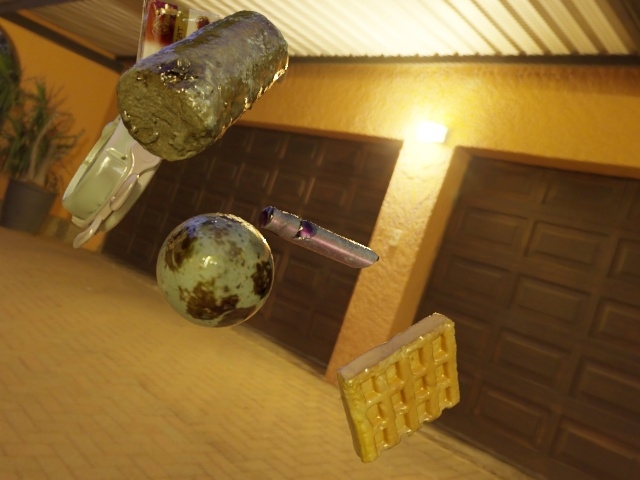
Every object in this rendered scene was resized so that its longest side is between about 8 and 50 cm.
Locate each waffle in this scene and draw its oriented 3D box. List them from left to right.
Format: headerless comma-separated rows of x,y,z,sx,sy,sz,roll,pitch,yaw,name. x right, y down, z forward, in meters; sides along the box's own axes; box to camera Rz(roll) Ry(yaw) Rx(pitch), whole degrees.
0.153,0.277,1.151,0.248,0.221,0.055,-25,32,-22,waffle

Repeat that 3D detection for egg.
-0.152,0.041,0.876,0.169,0.169,0.231,19,-12,3,egg

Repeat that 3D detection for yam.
-0.081,-0.127,0.472,0.078,0.078,0.179,19,37,10,yam

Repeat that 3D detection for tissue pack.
-0.220,-0.278,0.918,0.106,0.148,0.099,6,19,-23,tissue pack

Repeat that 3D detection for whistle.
0.000,0.000,0.747,0.177,0.033,0.033,23,-4,-35,whistle

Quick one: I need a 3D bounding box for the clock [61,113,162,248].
-0.244,-0.080,0.717,0.062,0.151,0.191,36,26,-27,clock
